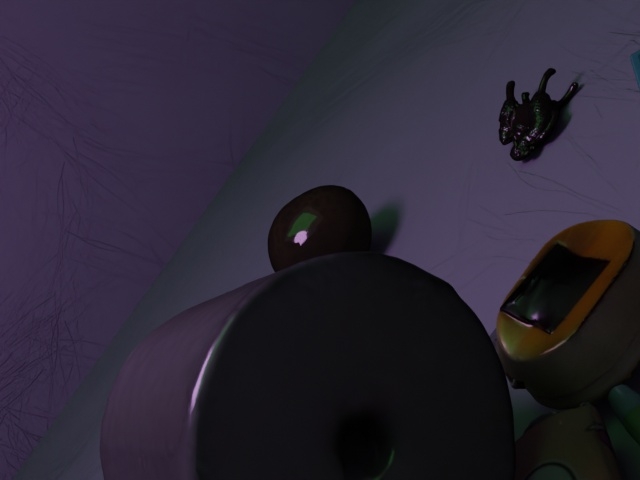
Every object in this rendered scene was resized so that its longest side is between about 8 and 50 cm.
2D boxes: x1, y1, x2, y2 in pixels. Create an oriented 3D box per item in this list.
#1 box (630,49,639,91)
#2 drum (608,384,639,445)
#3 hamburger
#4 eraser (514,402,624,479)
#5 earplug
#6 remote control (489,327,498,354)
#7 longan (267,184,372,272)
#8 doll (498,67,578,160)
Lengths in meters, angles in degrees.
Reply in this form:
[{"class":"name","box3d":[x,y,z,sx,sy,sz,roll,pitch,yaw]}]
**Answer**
[{"class":"box","box3d":[0.383,-0.087,0.830,0.041,0.162,0.229,-32,25,30]},{"class":"drum","box3d":[0.289,0.210,0.668,0.130,0.049,0.253,-52,19,-3]},{"class":"hamburger","box3d":[0.276,0.075,0.867,0.210,0.116,0.173,-52,26,-14]},{"class":"eraser","box3d":[0.199,0.284,0.679,0.171,0.087,0.290,-44,20,25]},{"class":"earplug","box3d":[-0.046,0.197,0.820,0.394,0.312,0.313,-23,34,60]},{"class":"remote control","box3d":[0.238,0.111,1.013,0.184,0.027,0.050,-53,17,9]},{"class":"longan","box3d":[0.000,0.000,1.520,0.212,0.198,0.198,-31,25,24]},{"class":"doll","box3d":[0.332,-0.193,1.315,0.139,0.057,0.165,-8,51,60]}]
